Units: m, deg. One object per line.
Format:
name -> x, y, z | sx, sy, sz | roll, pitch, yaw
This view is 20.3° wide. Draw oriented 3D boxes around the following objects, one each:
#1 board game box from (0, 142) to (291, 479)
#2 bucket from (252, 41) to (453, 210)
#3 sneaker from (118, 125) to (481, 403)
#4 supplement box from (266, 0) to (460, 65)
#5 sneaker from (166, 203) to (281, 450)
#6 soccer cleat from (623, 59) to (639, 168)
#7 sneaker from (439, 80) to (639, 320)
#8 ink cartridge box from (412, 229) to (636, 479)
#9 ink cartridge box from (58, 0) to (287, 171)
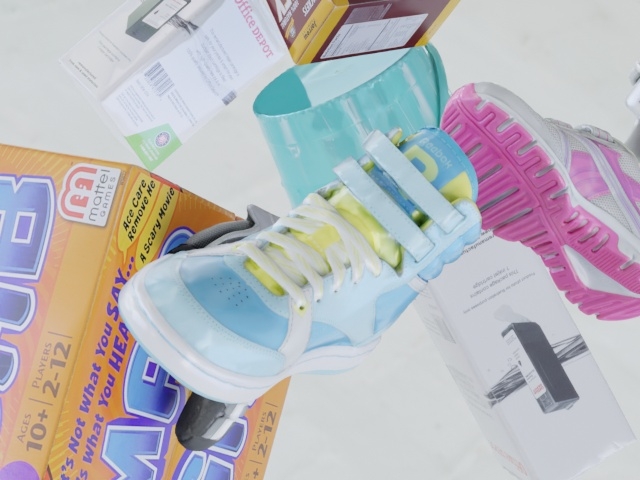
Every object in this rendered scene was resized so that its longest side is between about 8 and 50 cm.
board game box -> -0.271, 0.118, 1.763 | 0.356, 0.356, 0.356 | 10, 171, 31
bucket -> 0.057, -0.146, 2.337 | 0.183, 0.281, 0.281 | 64, -158, -21
sneaker -> 0.000, 0.000, 1.260 | 0.127, 0.208, 0.319 | 48, -160, 14
supplement box -> 0.039, -0.337, 2.166 | 0.194, 0.129, 0.191 | -12, -111, -30
sneaker -> -0.099, 0.067, 1.610 | 0.132, 0.229, 0.086 | 33, 177, -23
soccer cleat -> 0.380, -0.189, 1.789 | 0.143, 0.331, 0.116 | -25, -128, -23
sneaker -> 0.191, -0.047, 1.443 | 0.252, 0.103, 0.111 | 44, -134, -27
ink cartridge box -> 0.186, 0.101, 1.802 | 0.273, 0.114, 0.197 | 62, 175, -6
ink cartridge box -> -0.205, -0.262, 2.538 | 0.115, 0.273, 0.198 | 43, 171, 33
